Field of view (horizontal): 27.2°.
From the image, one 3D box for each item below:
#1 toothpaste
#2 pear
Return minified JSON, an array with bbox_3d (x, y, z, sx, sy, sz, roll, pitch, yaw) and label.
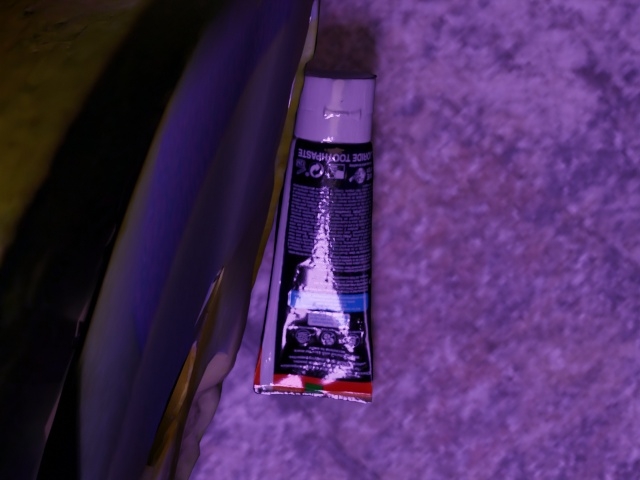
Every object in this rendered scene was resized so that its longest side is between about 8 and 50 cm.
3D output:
[{"bbox_3d":[0.000,0.000,0.761,0.071,0.045,0.193,3,102,2],"label":"toothpaste"},{"bbox_3d":[-0.137,0.032,0.596,0.165,0.399,0.398,16,94,6],"label":"pear"}]
